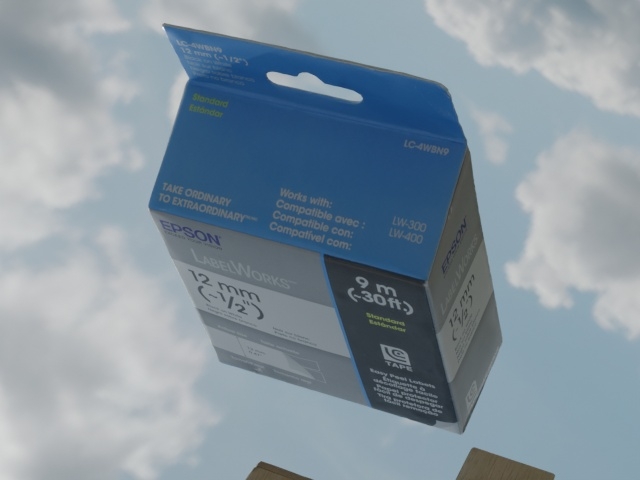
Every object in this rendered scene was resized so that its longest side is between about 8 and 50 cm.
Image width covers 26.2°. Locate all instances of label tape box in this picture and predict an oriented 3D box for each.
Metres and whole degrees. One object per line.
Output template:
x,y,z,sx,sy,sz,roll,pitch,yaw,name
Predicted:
0.000,0.000,1.116,0.249,0.347,0.115,15,-120,24,label tape box

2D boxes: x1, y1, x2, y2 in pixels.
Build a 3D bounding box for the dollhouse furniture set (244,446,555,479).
0.043,0.229,0.663,0.242,0.212,0.161,16,-145,17,dollhouse furniture set
